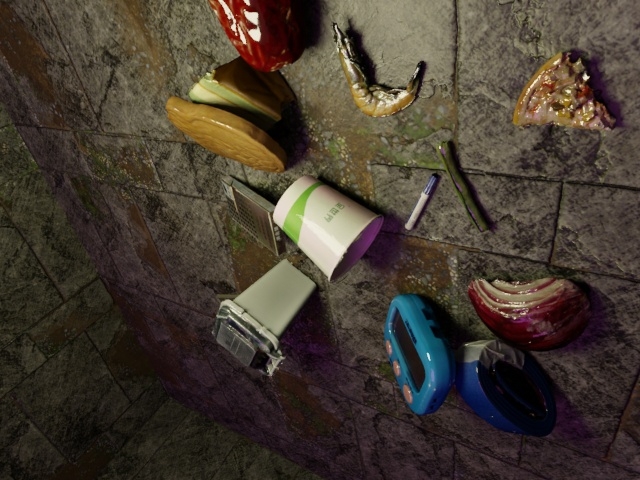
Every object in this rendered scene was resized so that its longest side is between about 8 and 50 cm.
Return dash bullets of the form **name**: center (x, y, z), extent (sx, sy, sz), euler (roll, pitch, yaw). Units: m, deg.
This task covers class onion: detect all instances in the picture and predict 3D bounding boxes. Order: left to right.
- **onion**: center (0.573, 0.231, 1.244), extent (0.314, 0.146, 0.280), euler (-13, 120, 39)

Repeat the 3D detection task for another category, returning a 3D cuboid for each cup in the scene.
- **cup**: center (0.015, -0.047, 1.375), extent (0.274, 0.253, 0.253), euler (38, 140, 14)

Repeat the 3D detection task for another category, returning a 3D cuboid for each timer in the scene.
- **timer**: center (0.309, 0.357, 1.454), extent (0.115, 0.340, 0.309), euler (-7, 134, -12)

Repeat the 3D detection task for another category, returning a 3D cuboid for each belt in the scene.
- **belt**: center (0.556, 0.442, 1.369), extent (0.347, 0.212, 0.117), euler (41, 152, -11)

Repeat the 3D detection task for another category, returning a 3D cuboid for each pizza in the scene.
- **pizza**: center (0.508, -0.271, 0.932), extent (0.195, 0.052, 0.185), euler (32, 141, 11)

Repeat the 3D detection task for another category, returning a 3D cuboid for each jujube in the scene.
- **jujube**: center (-0.149, -0.570, 1.076), extent (0.223, 0.223, 0.318), euler (5, 131, 35)

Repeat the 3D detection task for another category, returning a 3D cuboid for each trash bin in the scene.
- **trash bin**: center (-0.180, 0.279, 1.699), extent (0.296, 0.368, 0.256), euler (37, 141, 9)

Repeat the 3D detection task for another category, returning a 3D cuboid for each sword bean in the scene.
- **sword bean**: center (0.363, -0.135, 1.171), extent (0.043, 0.038, 0.269), euler (-12, 115, 49)

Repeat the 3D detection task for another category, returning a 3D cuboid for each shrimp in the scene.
- **shrimp**: center (0.139, -0.427, 1.095), extent (0.198, 0.051, 0.262), euler (-12, 119, 36)

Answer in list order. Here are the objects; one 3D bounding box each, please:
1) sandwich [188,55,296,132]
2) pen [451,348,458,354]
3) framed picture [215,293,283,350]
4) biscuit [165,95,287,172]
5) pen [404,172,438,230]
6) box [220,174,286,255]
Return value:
- **sandwich**: center (-0.209, -0.383, 1.260), extent (0.155, 0.227, 0.198), euler (-21, 110, 47)
- **pen**: center (0.507, 0.394, 1.522), extent (0.218, 0.026, 0.026), euler (12, 131, 30)
- **framed picture**: center (-0.342, 0.392, 2.185), extent (0.247, 0.022, 0.335), euler (-6, 121, 41)
- **biscuit**: center (-0.269, -0.289, 1.334), extent (0.365, 0.062, 0.385), euler (22, 175, 12)
- **pen**: center (0.280, -0.105, 1.272), extent (0.025, 0.025, 0.204), euler (31, 137, 13)
- **box**: center (-0.235, -0.093, 1.584), extent (0.325, 0.047, 0.180), euler (34, 144, 42)
